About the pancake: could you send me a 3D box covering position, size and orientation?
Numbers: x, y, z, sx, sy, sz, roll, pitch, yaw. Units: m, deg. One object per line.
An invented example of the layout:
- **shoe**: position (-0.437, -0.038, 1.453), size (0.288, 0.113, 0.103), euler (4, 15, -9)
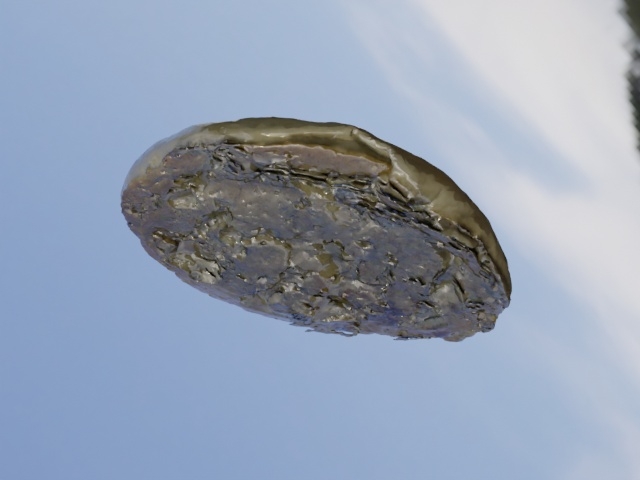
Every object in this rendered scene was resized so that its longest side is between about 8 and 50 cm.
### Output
- **pancake**: position (-0.001, 0.001, 1.312), size (0.282, 0.282, 0.049), euler (37, -129, -36)
